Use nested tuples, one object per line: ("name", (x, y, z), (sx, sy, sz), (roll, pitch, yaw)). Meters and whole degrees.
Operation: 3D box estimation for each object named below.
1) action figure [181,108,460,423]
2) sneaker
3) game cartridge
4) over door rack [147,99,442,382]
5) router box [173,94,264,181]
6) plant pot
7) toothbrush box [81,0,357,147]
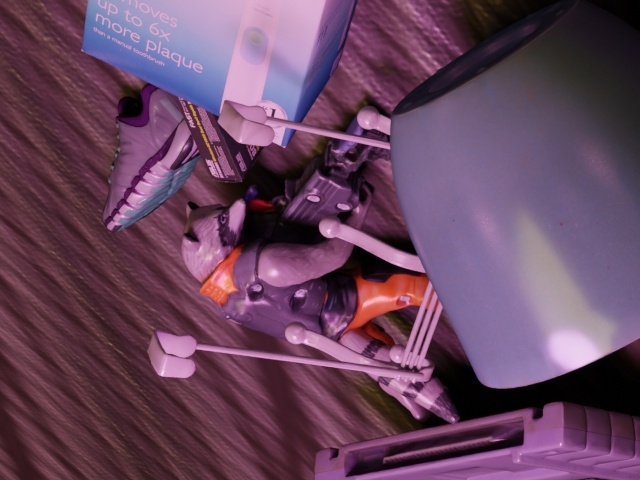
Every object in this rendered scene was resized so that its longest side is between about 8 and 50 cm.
("action figure", (0.016, 0.036, 1.885), (0.330, 0.179, 0.341), (22, 145, -4))
("sneaker", (-0.182, -0.095, 1.964), (0.098, 0.083, 0.223), (52, 138, 6))
("game cartridge", (0.194, 0.235, 1.993), (0.230, 0.068, 0.355), (19, 155, -38))
("over door rack", (0.000, 0.000, 1.705), (0.108, 0.324, 0.240), (34, 112, 47))
("router box", (-0.090, -0.131, 1.826), (0.038, 0.092, 0.122), (5, 137, 31))
("plant pot", (0.195, -0.057, 1.575), (0.293, 0.293, 0.235), (-23, 102, 47))
("toothbrush box", (-0.075, -0.253, 1.648), (0.216, 0.126, 0.295), (26, 142, 6))
